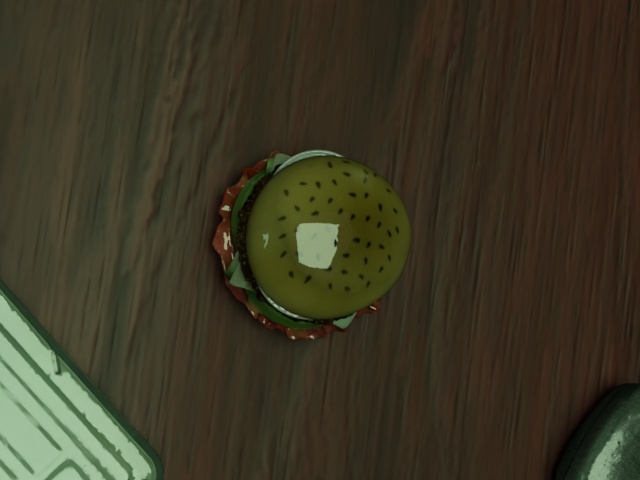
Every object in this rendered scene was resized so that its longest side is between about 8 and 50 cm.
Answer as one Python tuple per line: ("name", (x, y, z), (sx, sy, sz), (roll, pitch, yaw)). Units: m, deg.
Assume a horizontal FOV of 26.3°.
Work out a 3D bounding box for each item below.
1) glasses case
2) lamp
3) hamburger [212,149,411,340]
("glasses case", (0.370, 0.278, 1.306), (0.323, 0.074, 0.131), (41, 77, -11))
("lamp", (-0.303, 0.187, 1.110), (0.269, 0.047, 0.266), (-43, 101, -15))
("hamburger", (-0.003, -0.002, 1.173), (0.175, 0.137, 0.175), (2, 83, -16))
